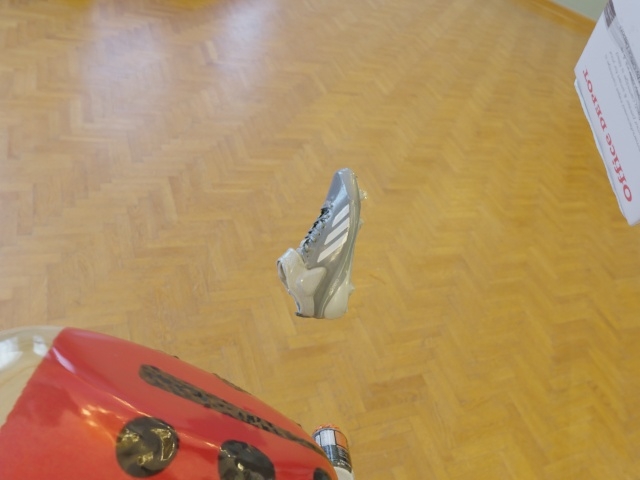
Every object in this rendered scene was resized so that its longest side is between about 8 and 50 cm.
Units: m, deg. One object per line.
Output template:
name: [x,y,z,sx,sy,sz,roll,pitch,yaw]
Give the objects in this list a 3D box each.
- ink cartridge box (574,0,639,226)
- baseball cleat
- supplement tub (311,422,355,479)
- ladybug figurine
ink cartridge box: [0.472,-0.209,0.585,0.166,0.395,0.286,-13,76,10]
baseball cleat: [0.000,0.000,0.648,0.109,0.072,0.206,6,82,-19]
supplement tub: [0.025,0.586,1.318,0.116,0.117,0.190,16,13,-8]
ladybug figurine: [-0.146,0.209,0.443,0.449,0.162,0.305,30,-1,-19]
